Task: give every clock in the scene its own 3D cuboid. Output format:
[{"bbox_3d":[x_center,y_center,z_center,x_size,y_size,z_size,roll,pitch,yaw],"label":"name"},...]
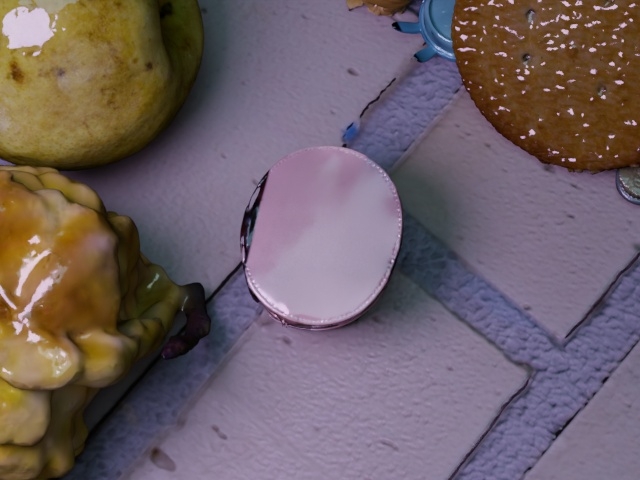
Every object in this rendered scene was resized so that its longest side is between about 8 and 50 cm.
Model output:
[{"bbox_3d":[0.158,-0.249,1.873,0.147,0.045,0.108,-28,72,-4],"label":"clock"}]

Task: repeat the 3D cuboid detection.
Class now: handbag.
[{"bbox_3d":[0.000,0.000,1.773,0.179,0.116,0.205,11,75,8],"label":"handbag"}]

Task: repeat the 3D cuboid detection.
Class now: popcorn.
[{"bbox_3d":[-0.288,0.081,1.697,0.381,0.349,0.349,-2,72,-23],"label":"popcorn"}]

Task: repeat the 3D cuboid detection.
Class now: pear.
[{"bbox_3d":[-0.283,-0.217,1.778,0.304,0.304,0.304,-1,73,4],"label":"pear"}]

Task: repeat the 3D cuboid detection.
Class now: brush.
[{"bbox_3d":[0.439,-0.016,1.792,0.266,0.027,0.062,31,79,12],"label":"brush"}]

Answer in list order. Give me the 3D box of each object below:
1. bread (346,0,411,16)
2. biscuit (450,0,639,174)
[{"bbox_3d":[0.086,-0.327,1.842,0.085,0.173,0.134,26,76,-4],"label":"bread"},{"bbox_3d":[0.282,-0.213,1.763,0.305,0.038,0.305,11,118,22],"label":"biscuit"}]
